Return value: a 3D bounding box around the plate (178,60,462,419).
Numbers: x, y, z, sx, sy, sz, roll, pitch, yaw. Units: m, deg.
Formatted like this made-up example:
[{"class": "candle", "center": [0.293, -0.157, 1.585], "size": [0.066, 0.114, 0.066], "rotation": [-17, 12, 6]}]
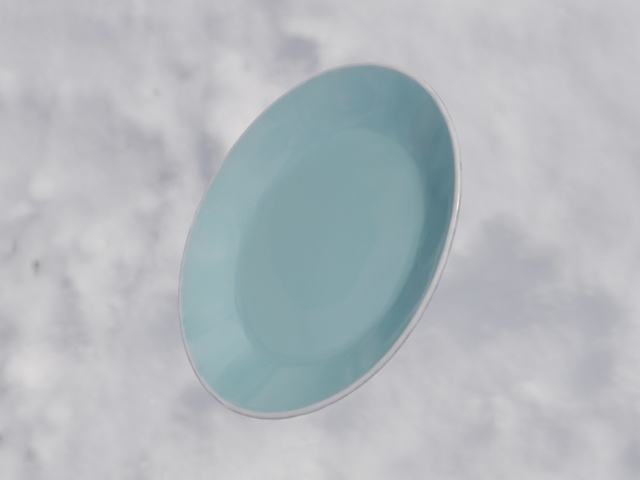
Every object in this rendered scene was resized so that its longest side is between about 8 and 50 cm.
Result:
[{"class": "plate", "center": [0.000, 0.000, 0.624], "size": [0.188, 0.024, 0.188], "rotation": [-23, 55, 37]}]
